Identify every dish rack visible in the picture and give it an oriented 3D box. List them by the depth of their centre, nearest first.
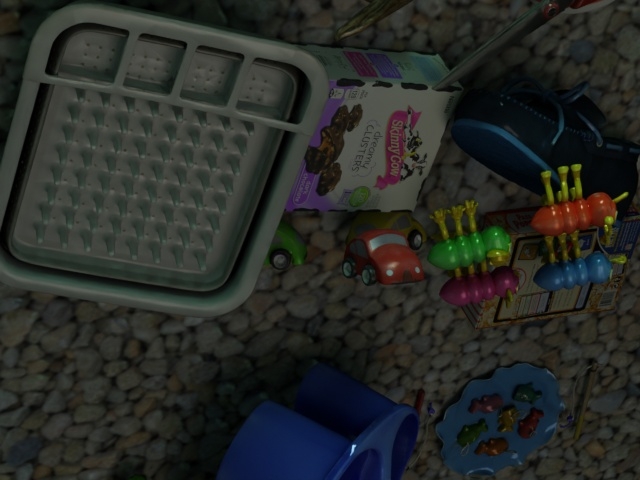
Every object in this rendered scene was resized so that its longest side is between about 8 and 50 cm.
[{"bbox_3d":[-0.168,-0.084,1.744,0.286,0.072,0.332,10,124,-18],"label":"dish rack"}]

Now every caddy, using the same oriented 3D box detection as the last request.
[{"bbox_3d":[-0.002,0.310,2.063,0.241,0.179,0.341,-31,148,-49],"label":"caddy"}]

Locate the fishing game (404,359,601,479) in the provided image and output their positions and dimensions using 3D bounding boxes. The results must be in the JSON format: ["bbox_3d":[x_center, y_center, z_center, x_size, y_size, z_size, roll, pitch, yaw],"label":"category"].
[{"bbox_3d":[0.231,0.238,2.280,0.264,0.041,0.189,-5,127,-23],"label":"fishing game"}]

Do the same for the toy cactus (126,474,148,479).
[{"bbox_3d":[-0.212,0.368,2.135,0.180,0.112,0.219,-21,144,4],"label":"toy cactus"}]

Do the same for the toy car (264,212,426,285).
[{"bbox_3d":[0.000,0.000,1.897,0.225,0.239,0.053,0,101,5],"label":"toy car"}]

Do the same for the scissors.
[{"bbox_3d":[0.230,-0.239,1.701,0.297,0.021,0.109,-24,137,-10],"label":"scissors"}]

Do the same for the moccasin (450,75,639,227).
[{"bbox_3d":[0.245,-0.114,1.933,0.342,0.138,0.116,26,87,-59],"label":"moccasin"}]

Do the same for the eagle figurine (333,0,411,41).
[{"bbox_3d":[0.067,-0.367,1.600,0.226,0.225,0.298,-43,114,-47],"label":"eagle figurine"}]

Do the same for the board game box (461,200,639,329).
[{"bbox_3d":[0.274,0.027,2.112,0.193,0.045,0.146,-6,131,-22],"label":"board game box"}]

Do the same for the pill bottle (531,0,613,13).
[{"bbox_3d":[0.232,-0.337,1.719,0.124,0.124,0.221,-27,136,-3],"label":"pill bottle"}]

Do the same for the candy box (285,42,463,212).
[{"bbox_3d":[0.027,-0.113,1.846,0.196,0.070,0.165,0,127,-28],"label":"candy box"}]

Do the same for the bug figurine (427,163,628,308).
[{"bbox_3d":[0.225,0.013,1.923,0.216,0.072,0.279,-12,160,4],"label":"bug figurine"}]
